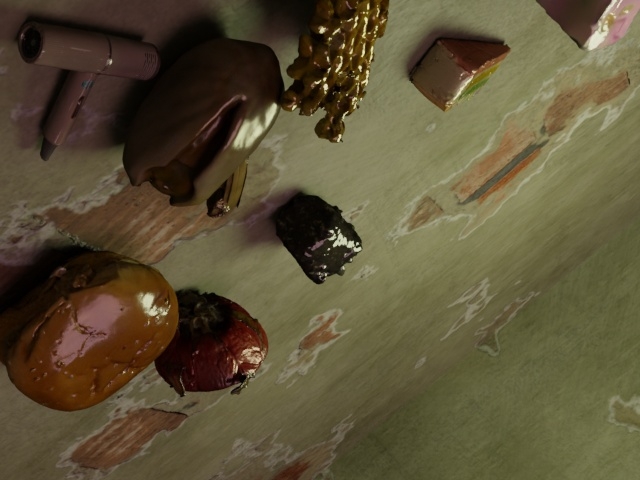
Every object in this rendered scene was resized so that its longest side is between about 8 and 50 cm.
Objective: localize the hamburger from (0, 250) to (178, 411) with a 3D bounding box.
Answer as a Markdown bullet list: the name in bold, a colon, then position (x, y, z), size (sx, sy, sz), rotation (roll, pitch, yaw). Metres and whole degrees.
- **hamburger**: position (-0.376, 0.143, 1.875), size (0.290, 0.170, 0.314), rotation (-45, 154, 2)

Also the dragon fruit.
- **dragon fruit**: position (-0.215, 0.168, 2.149), size (0.223, 0.219, 0.148), rotation (-68, 152, -56)

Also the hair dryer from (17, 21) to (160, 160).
- **hair dryer**: position (-0.342, -0.187, 1.490), size (0.220, 0.053, 0.195), rotation (-43, 155, 29)

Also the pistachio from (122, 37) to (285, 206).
- **pistachio**: position (-0.167, -0.174, 1.621), size (0.166, 0.197, 0.288), rotation (35, 125, -21)

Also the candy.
- **candy**: position (0.485, -0.466, 1.955), size (0.116, 0.155, 0.265), rotation (-26, 154, -30)

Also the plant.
- **plant**: position (0.000, 0.000, 2.167), size (0.129, 0.132, 0.194), rotation (-37, 151, 6)

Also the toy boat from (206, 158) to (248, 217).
- **toy boat**: position (-0.160, -0.111, 1.845), size (0.072, 0.064, 0.206), rotation (-8, 145, -17)

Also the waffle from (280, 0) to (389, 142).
- **waffle**: position (0.037, -0.275, 1.662), size (0.293, 0.069, 0.259), rotation (9, 103, -78)

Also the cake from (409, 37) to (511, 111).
- **cake**: position (0.269, -0.293, 2.060), size (0.225, 0.090, 0.109), rotation (-7, 139, -49)
